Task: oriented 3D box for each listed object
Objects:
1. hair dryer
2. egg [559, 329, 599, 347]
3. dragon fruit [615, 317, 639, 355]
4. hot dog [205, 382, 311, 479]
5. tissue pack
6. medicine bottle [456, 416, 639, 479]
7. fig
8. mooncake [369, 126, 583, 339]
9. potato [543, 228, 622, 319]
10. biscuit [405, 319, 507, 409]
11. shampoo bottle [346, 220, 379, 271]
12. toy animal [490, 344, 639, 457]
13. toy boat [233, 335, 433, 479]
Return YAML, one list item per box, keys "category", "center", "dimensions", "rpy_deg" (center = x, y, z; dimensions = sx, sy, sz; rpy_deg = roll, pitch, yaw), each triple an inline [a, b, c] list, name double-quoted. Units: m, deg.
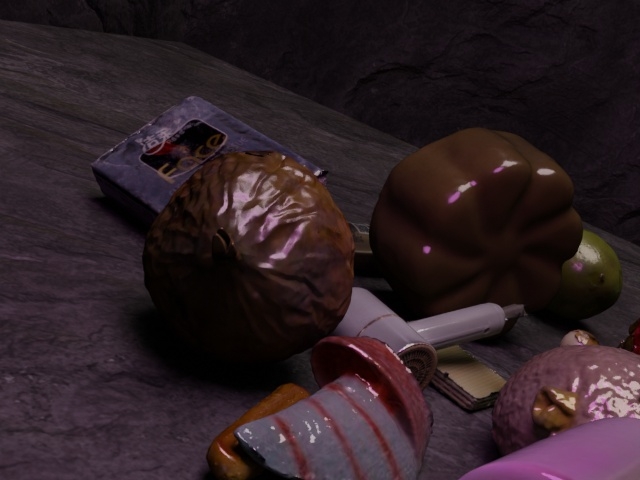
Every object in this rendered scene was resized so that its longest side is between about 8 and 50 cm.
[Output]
- category: "hair dryer"
  center: [0.183, 0.133, 1.261]
  dimensions: [0.357, 0.108, 0.173]
  rpy_deg: [-8, 33, -32]
- category: "egg"
  center: [0.493, 0.207, 1.567]
  dimensions: [0.083, 0.071, 0.071]
  rpy_deg: [27, 10, -41]
- category: "dragon fruit"
  center: [0.651, 0.221, 1.457]
  dimensions: [0.231, 0.237, 0.302]
  rpy_deg: [50, 9, 23]
- category: "hot dog"
  center: [-0.063, 0.218, 0.923]
  dimensions: [0.066, 0.047, 0.215]
  rpy_deg: [39, 20, 9]
- category: "tissue pack"
  center: [-0.194, -0.096, 1.448]
  dimensions: [0.361, 0.122, 0.259]
  rpy_deg: [34, 58, 31]
- category: "medicine bottle"
  center: [0.214, 0.292, 0.729]
  dimensions: [0.219, 0.219, 0.388]
  rpy_deg: [33, 20, 34]
- category: "fig"
  center: [-0.096, 0.006, 1.009]
  dimensions: [0.286, 0.286, 0.369]
  rpy_deg: [23, -10, 7]
- category: "mooncake"
  center: [0.286, -0.008, 1.489]
  dimensions: [0.378, 0.379, 0.201]
  rpy_deg: [10, 25, -31]
- category: "potato"
  center: [0.523, 0.058, 1.829]
  dimensions: [0.215, 0.216, 0.304]
  rpy_deg: [5, 14, -42]
- category: "biscuit"
  center: [0.195, 0.195, 1.306]
  dimensions: [0.199, 0.041, 0.121]
  rpy_deg: [36, 22, 34]
- category: "shampoo bottle"
  center: [0.000, 0.000, 1.590]
  dimensions: [0.350, 0.084, 0.125]
  rpy_deg: [7, 27, -37]
- category: "toy animal"
  center: [0.338, 0.233, 1.070]
  dimensions: [0.226, 0.189, 0.358]
  rpy_deg: [-15, 7, -17]
- category: "toy boat"
  center: [0.018, 0.213, 0.931]
  dimensions: [0.282, 0.096, 0.206]
  rpy_deg: [-10, 66, -57]
